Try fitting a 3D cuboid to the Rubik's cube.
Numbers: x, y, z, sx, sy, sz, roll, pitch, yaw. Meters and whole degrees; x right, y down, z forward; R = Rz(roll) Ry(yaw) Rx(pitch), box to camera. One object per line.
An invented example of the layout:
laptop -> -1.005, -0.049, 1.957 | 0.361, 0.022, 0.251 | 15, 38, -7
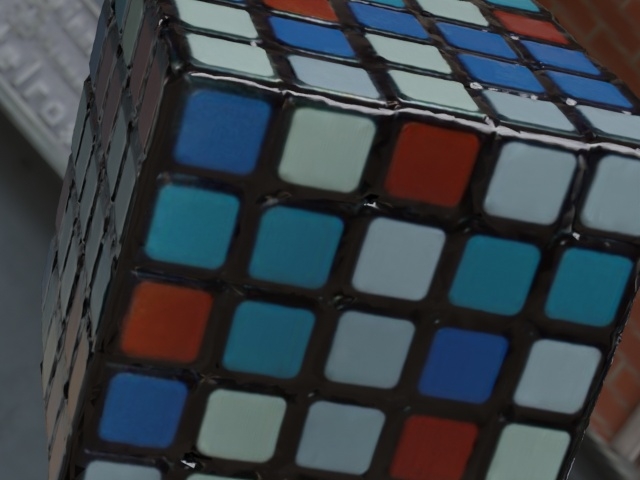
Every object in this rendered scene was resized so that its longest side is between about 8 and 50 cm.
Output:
Rubik's cube -> 0.000, 0.000, 0.646 | 0.184, 0.182, 0.187 | -115, -142, -63
